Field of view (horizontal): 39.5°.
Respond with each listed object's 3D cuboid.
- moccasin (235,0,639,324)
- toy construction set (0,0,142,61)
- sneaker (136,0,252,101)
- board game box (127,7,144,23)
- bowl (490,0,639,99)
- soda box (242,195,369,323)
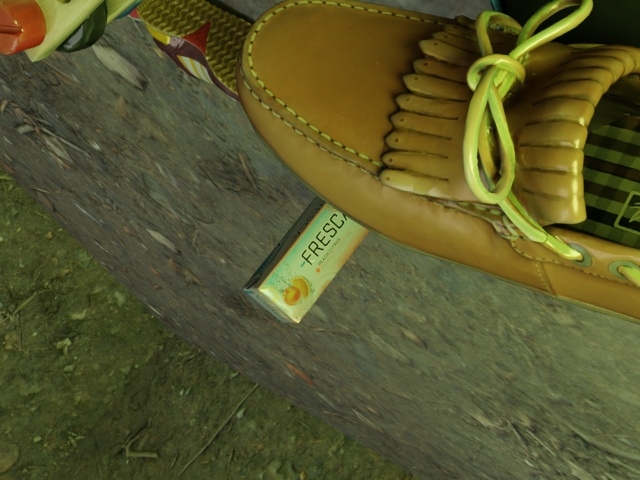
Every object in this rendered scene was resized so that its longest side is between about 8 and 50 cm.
[{"bbox_3d":[0.122,-0.039,0.422,0.380,0.139,0.147,31,160,23],"label":"moccasin"},{"bbox_3d":[-0.090,-0.235,0.536,0.237,0.258,0.308,0,177,29],"label":"toy construction set"},{"bbox_3d":[-0.098,-0.185,0.891,0.185,0.069,0.084,40,173,16],"label":"sneaker"},{"bbox_3d":[-0.252,-0.330,0.877,0.124,0.039,0.259,28,157,30],"label":"board game box"},{"bbox_3d":[0.243,-0.097,0.396,0.391,0.077,0.391,35,162,13],"label":"bowl"},{"bbox_3d":[0.000,0.000,0.945,0.058,0.183,0.063,43,163,-14],"label":"soda box"}]
